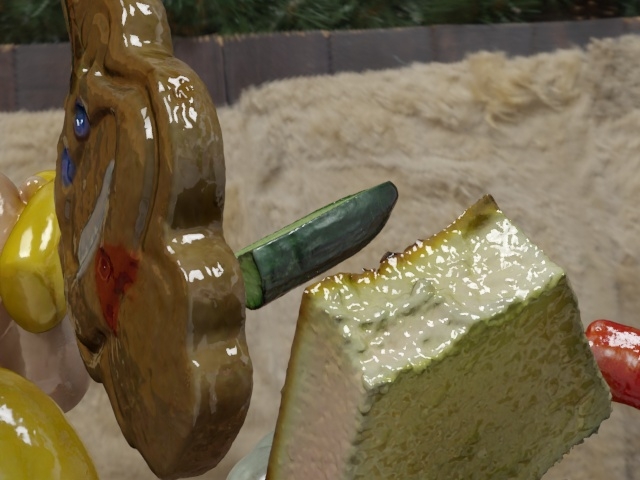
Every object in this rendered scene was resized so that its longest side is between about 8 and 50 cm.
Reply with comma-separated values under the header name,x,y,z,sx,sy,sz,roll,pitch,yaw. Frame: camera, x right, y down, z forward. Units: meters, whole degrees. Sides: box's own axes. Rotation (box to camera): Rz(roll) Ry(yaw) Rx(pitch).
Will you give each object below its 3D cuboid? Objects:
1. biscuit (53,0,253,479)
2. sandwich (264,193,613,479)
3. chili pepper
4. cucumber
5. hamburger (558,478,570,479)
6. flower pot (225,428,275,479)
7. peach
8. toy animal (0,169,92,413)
name,x,y,z,sx,sy,sz,roll,pitch,yaw
biscuit,-0.102,-0.033,0.679,0.047,0.183,0.320,1,75,-31
sandwich,0.028,0.081,0.545,0.193,0.058,0.162,-41,138,-10
chili pepper,0.299,0.124,1.131,0.272,0.063,0.071,25,66,25
cucumber,0.000,0.000,1.367,0.244,0.115,0.063,-30,97,-37
hamburger,0.262,0.362,1.268,0.276,0.237,0.276,-23,145,-17
flower pot,0.001,0.305,1.317,0.246,0.195,0.246,1,77,-3
peach,-0.304,0.225,1.076,0.251,0.153,0.251,2,77,-9
toy animal,-0.403,0.047,1.616,0.246,0.277,0.345,0,138,-3
